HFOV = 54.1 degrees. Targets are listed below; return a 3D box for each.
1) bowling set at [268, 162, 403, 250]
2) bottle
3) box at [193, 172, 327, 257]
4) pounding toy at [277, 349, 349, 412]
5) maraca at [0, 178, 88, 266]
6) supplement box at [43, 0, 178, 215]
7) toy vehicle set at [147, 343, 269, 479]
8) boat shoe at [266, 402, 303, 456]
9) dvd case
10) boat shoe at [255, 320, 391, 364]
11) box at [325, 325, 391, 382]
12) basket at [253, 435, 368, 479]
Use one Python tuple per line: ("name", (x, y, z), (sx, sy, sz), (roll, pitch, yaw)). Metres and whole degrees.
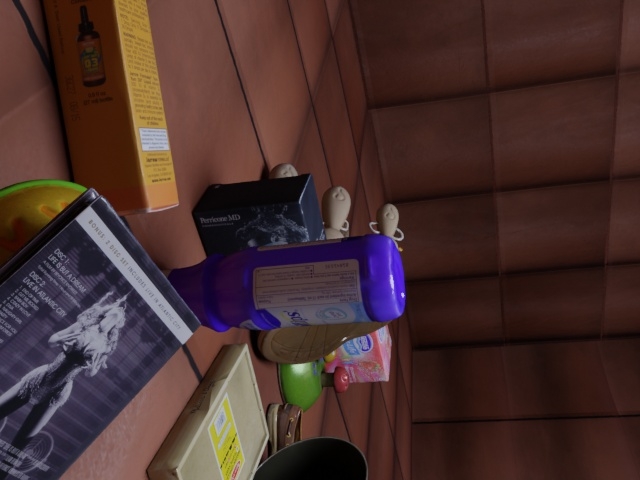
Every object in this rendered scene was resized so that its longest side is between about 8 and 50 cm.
("bowling set", (0.000, 0.000, 1.208), (0.154, 0.287, 0.200), (-80, -169, -46))
("bottle", (-0.050, 0.054, 0.713), (0.118, 0.283, 0.092), (52, 35, -68))
("box", (-0.078, -0.001, 0.903), (0.093, 0.156, 0.158), (-73, 153, -58))
("pounding toy", (-0.004, 0.218, 1.228), (0.183, 0.110, 0.236), (66, 23, -54))
("maraca", (-0.216, 0.031, 0.438), (0.186, 0.099, 0.127), (-40, 125, -43))
("supplement box", (-0.201, -0.141, 0.608), (0.080, 0.078, 0.233), (-41, 125, -74))
("toy vehicle set", (-0.132, 0.272, 0.815), (0.267, 0.035, 0.166), (-63, 145, -67))
("boat shoe", (-0.052, 0.366, 1.064), (0.064, 0.060, 0.178), (12, 73, -76))
("dvd case", (-0.189, 0.094, 0.414), (0.221, 0.018, 0.164), (-48, 145, -20))
("boat shoe", (0.005, 0.123, 1.150), (0.342, 0.123, 0.123), (-15, 133, -41))
("box", (0.069, 0.185, 1.462), (0.142, 0.154, 0.300), (-80, 160, -51))
("basket", (-0.013, 0.450, 0.980), (0.154, 0.204, 0.226), (36, -37, 44))
